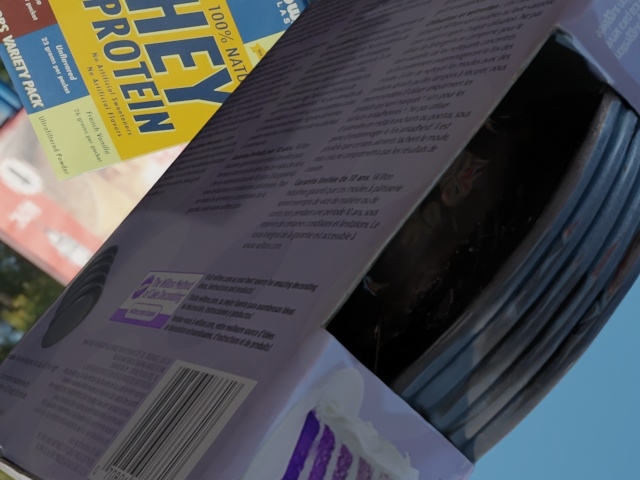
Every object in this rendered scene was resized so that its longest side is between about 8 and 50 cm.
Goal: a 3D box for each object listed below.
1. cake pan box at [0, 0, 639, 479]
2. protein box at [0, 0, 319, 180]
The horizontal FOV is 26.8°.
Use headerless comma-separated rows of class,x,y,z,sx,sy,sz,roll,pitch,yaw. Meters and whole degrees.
cake pan box,0.000,0.000,0.457,0.245,0.070,0.267,-54,-160,-18
protein box,-0.062,-0.154,0.820,0.200,0.136,0.201,-14,-162,26
